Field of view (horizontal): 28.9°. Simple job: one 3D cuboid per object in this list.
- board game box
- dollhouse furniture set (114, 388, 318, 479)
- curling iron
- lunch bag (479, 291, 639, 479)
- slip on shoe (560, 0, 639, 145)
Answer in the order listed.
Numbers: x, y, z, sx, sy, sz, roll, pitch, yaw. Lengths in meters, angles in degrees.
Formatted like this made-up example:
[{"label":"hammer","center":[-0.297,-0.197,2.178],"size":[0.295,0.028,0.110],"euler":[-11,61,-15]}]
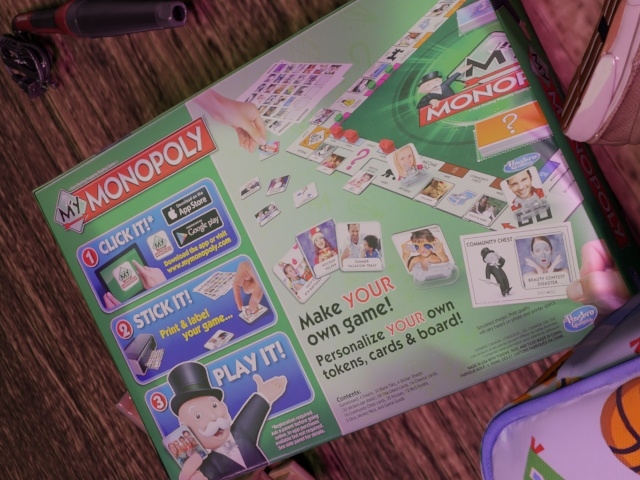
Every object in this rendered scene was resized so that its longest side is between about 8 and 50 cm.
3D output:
[{"label":"board game box","center":[0.000,0.000,0.702],"size":[0.317,0.046,0.214],"euler":[-26,88,29]},{"label":"dollhouse furniture set","center":[-0.025,0.111,0.888],"size":[0.161,0.101,0.182],"euler":[43,143,-13]},{"label":"curling iron","center":[-0.173,-0.155,0.938],"size":[0.274,0.035,0.068],"euler":[-2,112,52]},{"label":"lunch bag","center":[0.208,0.106,0.398],"size":[0.303,0.115,0.243],"euler":[-33,86,45]},{"label":"slip on shoe","center":[0.152,-0.101,0.570],"size":[0.041,0.051,0.135],"euler":[16,122,-2]}]
